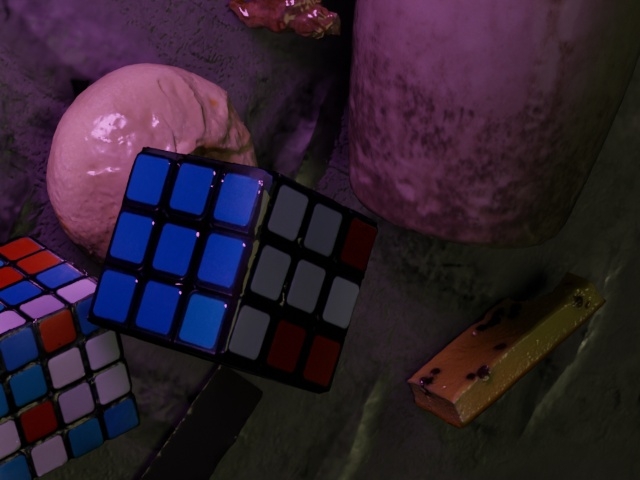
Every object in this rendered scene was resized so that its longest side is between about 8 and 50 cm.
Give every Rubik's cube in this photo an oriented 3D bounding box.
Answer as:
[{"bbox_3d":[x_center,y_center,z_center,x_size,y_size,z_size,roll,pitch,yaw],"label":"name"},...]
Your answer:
[{"bbox_3d":[-0.074,0.025,1.624,0.163,0.161,0.162,25,81,-51],"label":"Rubik's cube"},{"bbox_3d":[-0.271,0.107,1.684,0.154,0.155,0.151,-26,121,-27],"label":"Rubik's cube"}]

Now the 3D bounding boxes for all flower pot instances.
[{"bbox_3d":[0.166,-0.178,1.830,0.294,0.293,0.330,-5,114,-36],"label":"flower pot"}]

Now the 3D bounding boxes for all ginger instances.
[{"bbox_3d":[-0.027,-0.329,1.746,0.084,0.122,0.290,-33,127,-63],"label":"ginger"}]

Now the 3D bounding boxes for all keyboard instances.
[{"bbox_3d":[-0.135,0.217,1.923,0.074,0.015,0.196,40,81,-36],"label":"keyboard"}]

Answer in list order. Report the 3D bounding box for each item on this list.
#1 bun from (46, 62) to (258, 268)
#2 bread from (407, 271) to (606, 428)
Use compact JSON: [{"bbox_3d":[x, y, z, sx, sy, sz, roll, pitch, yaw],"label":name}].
[{"bbox_3d":[-0.137,-0.054,1.744,0.222,0.127,0.222,-13,113,-32],"label":"bun"},{"bbox_3d":[0.204,0.111,2.094,0.226,0.088,0.049,-39,123,-21],"label":"bread"}]
